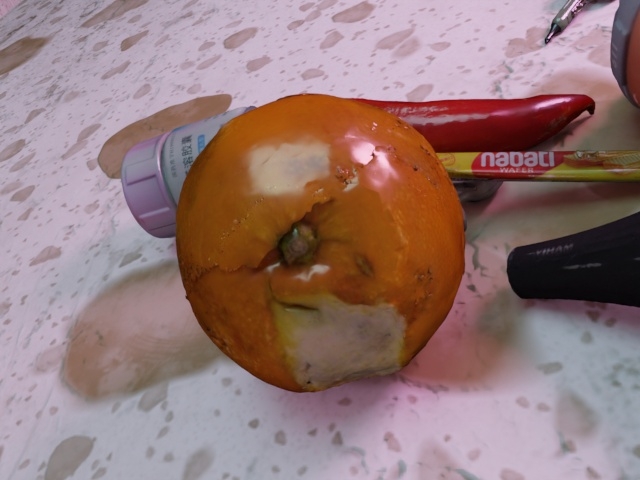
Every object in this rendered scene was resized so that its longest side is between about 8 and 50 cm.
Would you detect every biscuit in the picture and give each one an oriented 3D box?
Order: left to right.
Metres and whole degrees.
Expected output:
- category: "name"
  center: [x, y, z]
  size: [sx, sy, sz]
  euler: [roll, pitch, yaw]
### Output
- category: "biscuit"
  center: [0.233, -0.067, 0.593]
  size: [0.292, 0.026, 0.048]
  euler: [1, 48, 14]

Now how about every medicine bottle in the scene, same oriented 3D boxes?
- category: "medicine bottle"
  center: [-0.140, -0.080, 0.784]
  size: [0.169, 0.135, 0.135]
  euler: [-14, 39, 18]

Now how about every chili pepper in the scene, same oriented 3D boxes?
- category: "chili pepper"
  center: [0.108, -0.126, 0.742]
  size: [0.369, 0.091, 0.137]
  euler: [11, 32, 31]

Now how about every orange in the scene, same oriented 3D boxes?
- category: "orange"
  center: [0.000, 0.000, 0.521]
  size: [0.240, 0.240, 0.240]
  euler: [-17, 39, 14]

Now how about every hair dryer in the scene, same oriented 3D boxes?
- category: "hair dryer"
  center: [0.337, -0.310, 0.846]
  size: [0.071, 0.047, 0.150]
  euler: [24, 71, 48]
- category: "hair dryer"
  center: [0.212, 0.086, 0.418]
  size: [0.236, 0.091, 0.271]
  euler: [-11, 46, 46]

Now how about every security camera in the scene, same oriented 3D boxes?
- category: "security camera"
  center: [0.149, -0.047, 0.646]
  size: [0.092, 0.058, 0.058]
  euler: [-36, 36, -29]

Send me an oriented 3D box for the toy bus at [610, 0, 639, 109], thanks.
- category: "toy bus"
  center: [0.408, -0.191, 0.536]
  size: [0.288, 0.194, 0.232]
  euler: [-21, 47, 5]
